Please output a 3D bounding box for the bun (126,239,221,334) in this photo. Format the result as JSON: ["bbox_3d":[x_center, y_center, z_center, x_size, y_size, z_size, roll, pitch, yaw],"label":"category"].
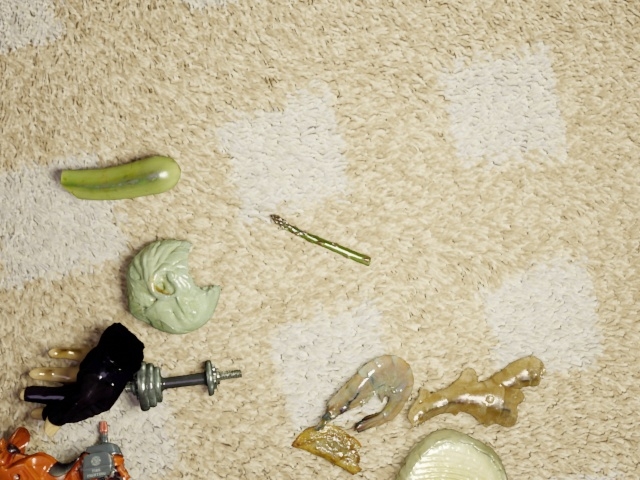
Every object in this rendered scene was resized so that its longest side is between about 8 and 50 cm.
[{"bbox_3d":[-0.318,0.101,1.622,0.212,0.126,0.204,28,95,-7],"label":"bun"}]

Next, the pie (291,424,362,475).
[{"bbox_3d":[0.029,0.473,1.731,0.170,0.034,0.092,28,95,-1],"label":"pie"}]

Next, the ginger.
[{"bbox_3d":[0.358,0.359,1.720,0.334,0.081,0.148,-9,92,-3],"label":"ginger"}]

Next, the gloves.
[{"bbox_3d":[-0.510,0.308,1.603,0.301,0.197,0.152,-21,124,15],"label":"gloves"}]

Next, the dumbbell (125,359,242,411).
[{"bbox_3d":[-0.300,0.310,1.660,0.254,0.110,0.110,-5,96,-11],"label":"dumbbell"}]

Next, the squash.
[{"bbox_3d":[-0.423,-0.131,1.617,0.250,0.083,0.083,-8,96,0],"label":"squash"}]

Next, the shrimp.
[{"bbox_3d":[0.107,0.368,1.717,0.254,0.059,0.145,-46,107,-4],"label":"shrimp"}]

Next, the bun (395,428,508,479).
[{"bbox_3d":[0.293,0.548,1.699,0.259,0.152,0.259,0,88,-4],"label":"bun"}]

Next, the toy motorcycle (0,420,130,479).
[{"bbox_3d":[-0.571,0.498,1.609,0.326,0.148,0.221,-10,68,-3],"label":"toy motorcycle"}]

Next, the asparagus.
[{"bbox_3d":[0.000,0.000,1.687,0.248,0.024,0.025,24,51,-6],"label":"asparagus"}]
